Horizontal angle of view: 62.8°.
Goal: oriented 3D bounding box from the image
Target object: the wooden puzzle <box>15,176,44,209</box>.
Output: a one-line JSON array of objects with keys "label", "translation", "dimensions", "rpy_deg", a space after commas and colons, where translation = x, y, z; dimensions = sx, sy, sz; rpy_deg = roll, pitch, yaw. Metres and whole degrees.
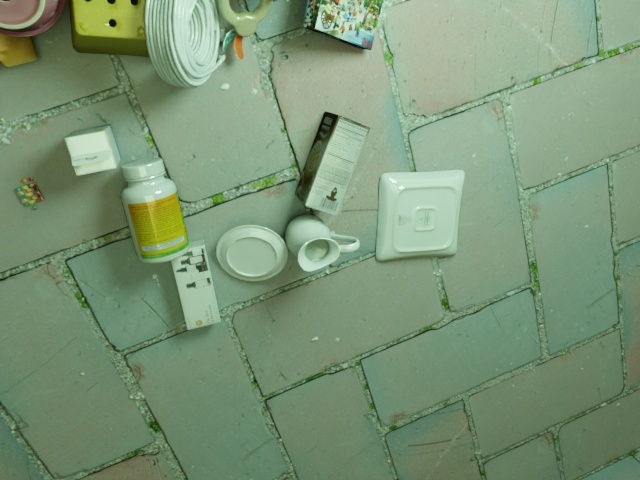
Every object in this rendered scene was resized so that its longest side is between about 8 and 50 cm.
[{"label": "wooden puzzle", "translation": [-0.720, -0.114, 1.297], "dimensions": [0.049, 0.006, 0.083], "rpy_deg": [-21, 113, -8]}]

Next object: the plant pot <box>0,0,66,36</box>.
[{"label": "plant pot", "translation": [-0.596, -0.487, 1.004], "dimensions": [0.201, 0.180, 0.201], "rpy_deg": [-13, 124, -19]}]

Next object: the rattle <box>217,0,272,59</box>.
[{"label": "rattle", "translation": [-0.199, -0.557, 1.243], "dimensions": [0.130, 0.143, 0.200], "rpy_deg": [-25, 154, -28]}]

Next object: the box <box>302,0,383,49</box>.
[{"label": "box", "translation": [0.063, -0.570, 1.272], "dimensions": [0.233, 0.044, 0.159], "rpy_deg": [-7, 116, -51]}]

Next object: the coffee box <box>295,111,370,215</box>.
[{"label": "coffee box", "translation": [0.028, -0.208, 1.403], "dimensions": [0.098, 0.141, 0.246], "rpy_deg": [17, 102, -20]}]

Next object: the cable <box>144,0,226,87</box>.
[{"label": "cable", "translation": [-0.297, -0.471, 1.158], "dimensions": [0.089, 0.257, 0.257], "rpy_deg": [9, 137, 9]}]

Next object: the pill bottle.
[{"label": "pill bottle", "translation": [-0.422, -0.078, 1.323], "dimensions": [0.136, 0.136, 0.246], "rpy_deg": [-12, 112, -11]}]

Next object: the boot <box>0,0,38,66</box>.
[{"label": "boot", "translation": [-0.663, -0.500, 1.138], "dimensions": [0.295, 0.104, 0.211], "rpy_deg": [-22, 119, -5]}]

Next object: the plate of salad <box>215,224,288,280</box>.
[{"label": "plate of salad", "translation": [-0.191, 0.033, 1.465], "dimensions": [0.200, 0.048, 0.200], "rpy_deg": [-2, 126, -2]}]

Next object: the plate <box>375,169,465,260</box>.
[{"label": "plate", "translation": [0.308, -0.070, 1.583], "dimensions": [0.278, 0.045, 0.277], "rpy_deg": [-4, 110, -14]}]

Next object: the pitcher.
[{"label": "pitcher", "translation": [0.000, 0.000, 1.430], "dimensions": [0.177, 0.207, 0.125], "rpy_deg": [-8, 111, -13]}]

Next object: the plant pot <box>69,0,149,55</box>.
[{"label": "plant pot", "translation": [-0.445, -0.515, 1.137], "dimensions": [0.212, 0.187, 0.212], "rpy_deg": [-2, 108, -15]}]

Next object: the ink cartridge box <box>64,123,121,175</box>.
[{"label": "ink cartridge box", "translation": [-0.535, -0.215, 1.239], "dimensions": [0.092, 0.143, 0.090], "rpy_deg": [-14, 112, -11]}]

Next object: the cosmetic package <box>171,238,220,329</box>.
[{"label": "cosmetic package", "translation": [-0.348, 0.124, 1.456], "dimensions": [0.099, 0.060, 0.239], "rpy_deg": [-12, 111, -11]}]
